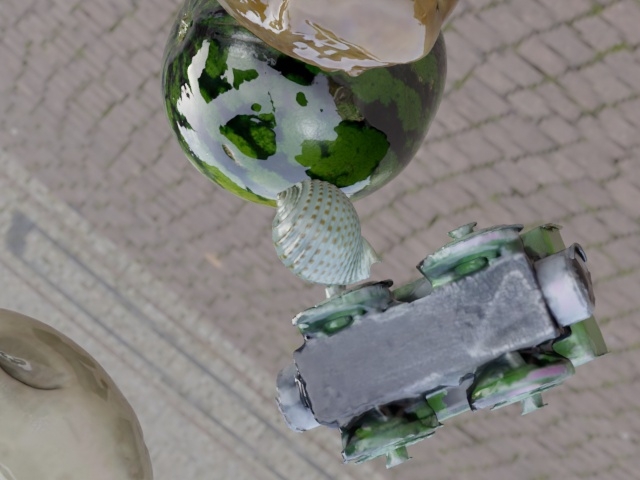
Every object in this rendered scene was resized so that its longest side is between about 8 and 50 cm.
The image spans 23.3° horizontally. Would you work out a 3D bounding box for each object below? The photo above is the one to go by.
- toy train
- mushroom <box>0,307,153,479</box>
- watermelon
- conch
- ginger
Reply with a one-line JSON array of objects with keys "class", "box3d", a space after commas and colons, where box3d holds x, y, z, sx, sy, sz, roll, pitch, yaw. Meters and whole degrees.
[{"class": "toy train", "box3d": [0.121, 0.097, 1.441, 0.174, 0.307, 0.249, 68, -163, 9]}, {"class": "mushroom", "box3d": [-0.298, 0.249, 1.340, 0.325, 0.353, 0.353, 42, 160, -24]}, {"class": "watermelon", "box3d": [-0.018, -0.166, 1.563, 0.285, 0.285, 0.285, 33, 160, 14]}, {"class": "conch", "box3d": [-0.003, 0.001, 1.083, 0.085, 0.056, 0.076, 51, 130, 1]}, {"class": "ginger", "box3d": [-0.010, -0.244, 1.091, 0.269, 0.223, 0.200, 22, -163, -15]}]
